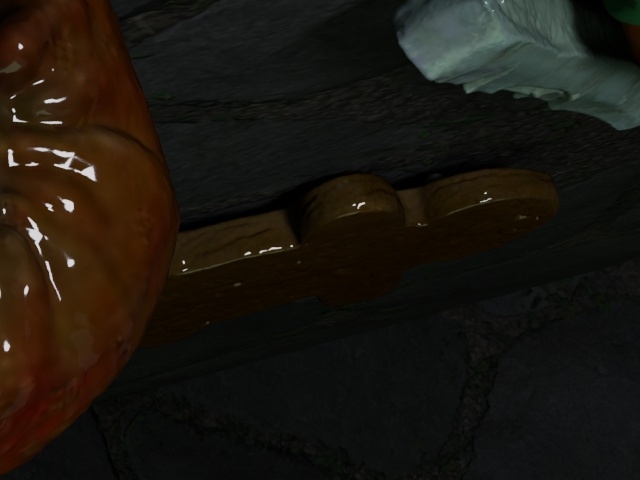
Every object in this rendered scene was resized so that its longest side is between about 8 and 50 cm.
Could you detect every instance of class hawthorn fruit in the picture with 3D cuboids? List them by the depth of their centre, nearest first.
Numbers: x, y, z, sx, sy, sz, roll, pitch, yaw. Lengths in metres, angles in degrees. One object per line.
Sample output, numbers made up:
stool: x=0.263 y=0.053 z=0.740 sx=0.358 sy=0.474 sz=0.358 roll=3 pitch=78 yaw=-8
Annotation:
hawthorn fruit: x=-0.187 y=-0.015 z=0.633 sx=0.261 sy=0.258 sz=0.258 roll=4 pitch=180 yaw=27

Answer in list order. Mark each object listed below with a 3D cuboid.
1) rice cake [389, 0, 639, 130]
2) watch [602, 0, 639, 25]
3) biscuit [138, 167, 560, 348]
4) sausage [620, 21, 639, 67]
rice cake: x=0.142 y=-0.117 z=1.057 sx=0.066 sy=0.063 sz=0.336 roll=-28 pitch=165 yaw=27
watch: x=0.135 y=-0.158 z=0.674 sx=0.165 sy=0.131 sz=0.152 roll=-16 pitch=-170 yaw=-13
biscuit: x=0.000 y=-0.002 z=1.551 sx=0.432 sy=0.064 sz=0.283 roll=-15 pitch=162 yaw=-1
sausage: x=0.252 y=-0.131 z=1.076 sx=0.089 sy=0.083 sz=0.300 roll=-24 pitch=171 yaw=19
